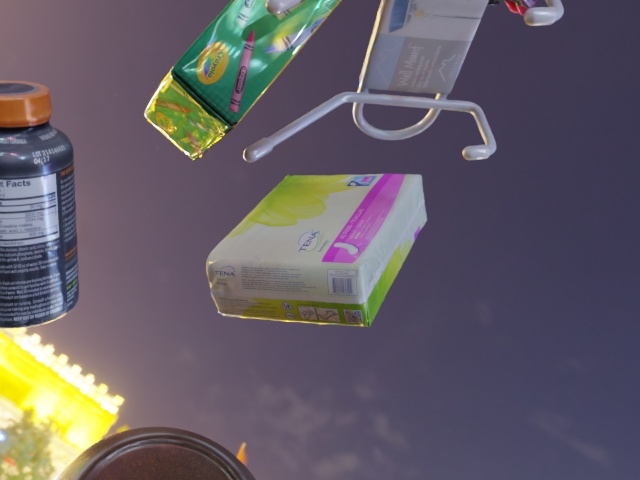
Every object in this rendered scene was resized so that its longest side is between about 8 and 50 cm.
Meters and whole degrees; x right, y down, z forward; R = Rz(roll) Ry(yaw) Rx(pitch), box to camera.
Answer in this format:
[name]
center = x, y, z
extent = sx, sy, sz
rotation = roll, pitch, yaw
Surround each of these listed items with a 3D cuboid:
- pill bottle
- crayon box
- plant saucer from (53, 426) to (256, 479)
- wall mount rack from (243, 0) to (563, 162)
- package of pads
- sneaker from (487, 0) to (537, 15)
[pill bottle]
center = -0.326, -0.042, 0.842
extent = 0.130, 0.130, 0.246
rotation = 11, -68, 16
[crayon box]
center = -0.059, -0.224, 0.836
extent = 0.081, 0.278, 0.165
rotation = 41, -17, -12
[plant saucer]
center = -0.109, 0.200, 0.542
extent = 0.168, 0.168, 0.029
rotation = 26, -42, -1
[wall mount rack]
center = 0.075, -0.196, 0.853
extent = 0.304, 0.131, 0.350
rotation = 1, -37, -12
[package of pads]
center = 0.000, 0.000, 1.105
extent = 0.229, 0.296, 0.101
rotation = 1, -62, 23
[sneaker]
center = 0.188, -0.385, 1.144
extent = 0.299, 0.121, 0.112
rotation = 0, -64, -9
